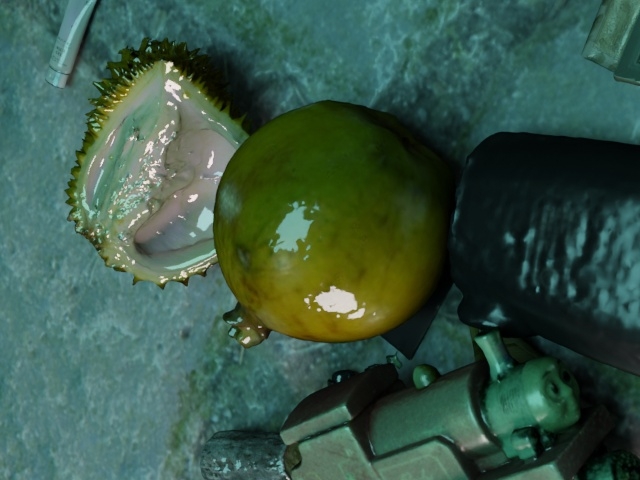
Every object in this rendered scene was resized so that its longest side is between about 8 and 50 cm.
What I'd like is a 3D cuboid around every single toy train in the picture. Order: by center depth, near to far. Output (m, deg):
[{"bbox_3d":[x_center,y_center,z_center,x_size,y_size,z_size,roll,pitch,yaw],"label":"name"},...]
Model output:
[{"bbox_3d":[0.124,0.199,1.371,0.304,0.150,0.221,-25,96,35],"label":"toy train"}]

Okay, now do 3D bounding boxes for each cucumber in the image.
[{"bbox_3d":[-0.060,0.219,1.568,0.112,0.064,0.064,0,97,31],"label":"cucumber"}]

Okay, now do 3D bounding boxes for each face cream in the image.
[{"bbox_3d":[-0.259,-0.215,1.665,0.038,0.020,0.115,33,111,27],"label":"face cream"}]

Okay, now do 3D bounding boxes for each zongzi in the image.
[{"bbox_3d":[0.174,0.090,1.409,0.083,0.040,0.076,-12,83,23],"label":"zongzi"}]

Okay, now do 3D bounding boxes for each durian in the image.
[{"bbox_3d":[-0.147,-0.077,1.548,0.138,0.183,0.249,-122,44,-58],"label":"durian"}]

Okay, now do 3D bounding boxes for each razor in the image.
[{"bbox_3d":[0.261,0.018,1.294,0.327,0.107,0.189,14,100,32],"label":"razor"}]

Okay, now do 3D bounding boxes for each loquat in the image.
[{"bbox_3d":[0.000,0.000,1.405,0.213,0.213,0.246,43,102,22],"label":"loquat"}]

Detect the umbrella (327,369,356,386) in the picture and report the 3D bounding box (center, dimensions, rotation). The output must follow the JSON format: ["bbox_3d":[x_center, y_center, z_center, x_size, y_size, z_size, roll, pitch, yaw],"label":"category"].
[{"bbox_3d":[0.025,0.190,1.526,0.036,0.031,0.133,-1,97,8],"label":"umbrella"}]

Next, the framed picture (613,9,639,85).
[{"bbox_3d":[0.388,-0.186,1.175,0.293,0.018,0.231,19,80,33],"label":"framed picture"}]

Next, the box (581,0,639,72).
[{"bbox_3d":[0.260,-0.182,1.304,0.062,0.045,0.098,31,114,26],"label":"box"}]

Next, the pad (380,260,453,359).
[{"bbox_3d":[0.044,0.006,1.503,0.190,0.004,0.127,39,116,24],"label":"pad"}]
